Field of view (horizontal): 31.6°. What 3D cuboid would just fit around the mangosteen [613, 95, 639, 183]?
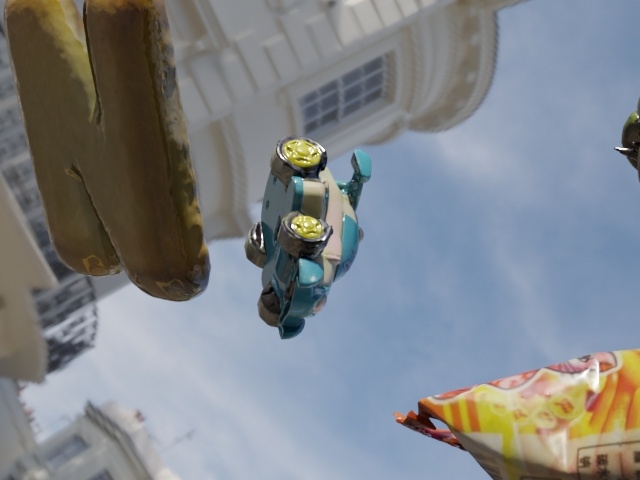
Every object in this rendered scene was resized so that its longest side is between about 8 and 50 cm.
[{"bbox_3d":[0.509,-0.125,1.456,0.243,0.243,0.243,37,-36,33],"label":"mangosteen"}]

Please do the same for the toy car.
[{"bbox_3d":[0.000,0.000,0.946,0.161,0.098,0.126,-105,-157,-44],"label":"toy car"}]

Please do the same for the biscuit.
[{"bbox_3d":[-0.201,-0.092,1.041,0.237,0.062,0.290,13,-64,45],"label":"biscuit"}]

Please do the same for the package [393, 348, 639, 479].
[{"bbox_3d":[0.203,0.121,0.506,0.288,0.108,0.223,-9,-41,31],"label":"package"}]
